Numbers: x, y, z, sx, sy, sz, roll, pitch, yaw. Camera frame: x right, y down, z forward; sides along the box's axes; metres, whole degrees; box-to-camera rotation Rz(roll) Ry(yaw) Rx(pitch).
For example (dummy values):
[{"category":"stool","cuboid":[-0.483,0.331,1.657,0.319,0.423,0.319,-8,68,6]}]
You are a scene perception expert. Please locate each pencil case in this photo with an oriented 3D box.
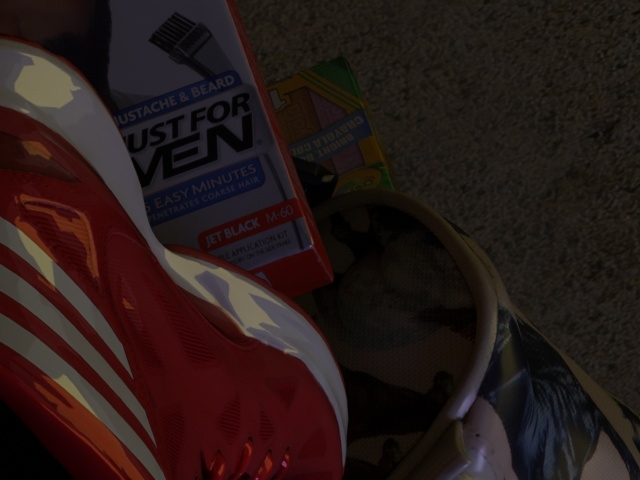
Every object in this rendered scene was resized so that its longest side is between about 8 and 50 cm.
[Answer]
[{"category":"pencil case","cuboid":[0.121,0.157,0.688,0.410,0.160,0.183,41,19,-32]}]

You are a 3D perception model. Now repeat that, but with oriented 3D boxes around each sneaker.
[{"category":"sneaker","cuboid":[-0.051,0.060,0.394,0.221,0.087,0.128,48,27,-48]}]

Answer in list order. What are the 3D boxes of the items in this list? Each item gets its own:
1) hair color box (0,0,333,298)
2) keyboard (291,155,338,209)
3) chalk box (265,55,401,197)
[{"category":"hair color box","cuboid":[-0.067,-0.050,0.551,0.053,0.093,0.167,62,7,-71]},{"category":"keyboard","cuboid":[-0.054,-0.016,0.705,0.180,0.108,0.023,112,-5,-75]},{"category":"chalk box","cuboid":[0.000,0.000,1.064,0.132,0.132,0.213,66,4,-45]}]
